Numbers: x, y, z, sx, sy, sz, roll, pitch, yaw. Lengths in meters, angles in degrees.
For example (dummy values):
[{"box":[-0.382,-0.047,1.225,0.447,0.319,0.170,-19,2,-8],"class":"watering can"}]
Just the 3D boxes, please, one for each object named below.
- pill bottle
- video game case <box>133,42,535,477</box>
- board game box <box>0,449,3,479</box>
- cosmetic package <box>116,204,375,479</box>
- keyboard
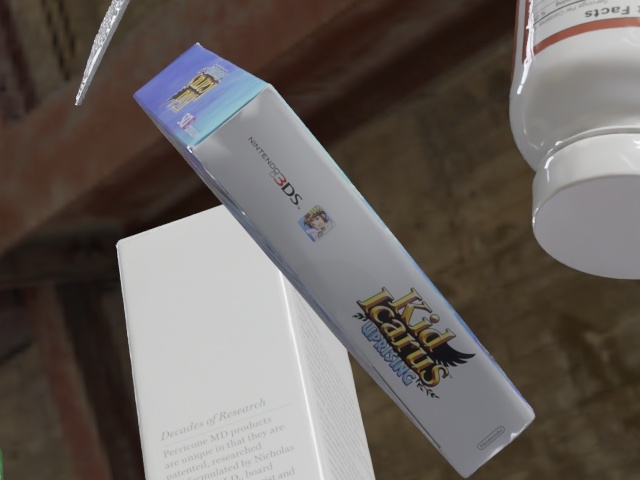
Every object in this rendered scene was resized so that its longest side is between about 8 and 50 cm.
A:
[{"box":[0.154,-0.096,0.903,0.121,0.121,0.216,-26,-134,43],"class":"pill bottle"},{"box":[0.000,0.000,1.112,0.244,0.061,0.269,49,-2,-16],"class":"video game case"},{"box":[-0.430,0.348,1.915,0.317,0.214,0.046,-105,176,-49],"class":"board game box"},{"box":[-0.050,0.207,1.652,0.162,0.230,0.453,-19,-131,8],"class":"cosmetic package"},{"box":[-0.164,-0.190,1.498,0.256,0.014,0.072,132,-20,-63],"class":"keyboard"}]
